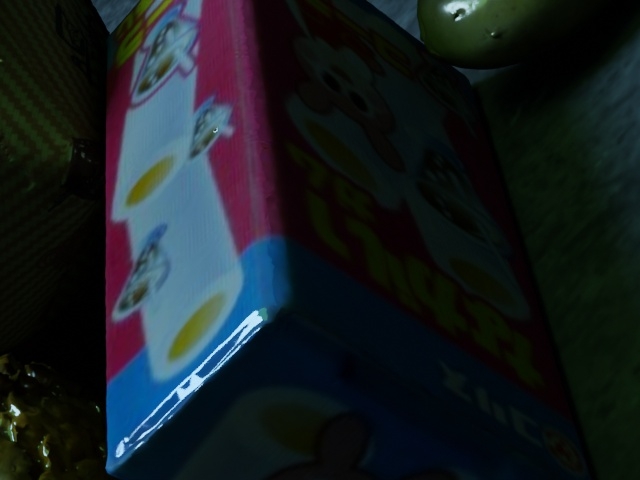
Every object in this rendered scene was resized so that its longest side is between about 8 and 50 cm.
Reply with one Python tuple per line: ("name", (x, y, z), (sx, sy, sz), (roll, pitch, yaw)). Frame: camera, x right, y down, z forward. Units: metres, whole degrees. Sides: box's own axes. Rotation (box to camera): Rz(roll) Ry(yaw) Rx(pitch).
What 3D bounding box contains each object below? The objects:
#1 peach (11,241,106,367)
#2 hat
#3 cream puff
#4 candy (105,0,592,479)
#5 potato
("peach", (-0.263, -0.027, 1.061), (0.372, 0.290, 0.372), (-48, -1, -1))
("hat", (-0.125, -0.035, 0.835), (0.082, 0.193, 0.193), (7, 64, 37))
("cream puff", (-0.137, 0.120, 0.892), (0.115, 0.150, 0.165), (-40, 65, -6))
("candy", (-0.001, 0.001, 0.782), (0.100, 0.157, 0.306), (-44, 29, 22))
("potato", (0.102, -0.131, 0.860), (0.138, 0.070, 0.091), (-53, 29, 8))
